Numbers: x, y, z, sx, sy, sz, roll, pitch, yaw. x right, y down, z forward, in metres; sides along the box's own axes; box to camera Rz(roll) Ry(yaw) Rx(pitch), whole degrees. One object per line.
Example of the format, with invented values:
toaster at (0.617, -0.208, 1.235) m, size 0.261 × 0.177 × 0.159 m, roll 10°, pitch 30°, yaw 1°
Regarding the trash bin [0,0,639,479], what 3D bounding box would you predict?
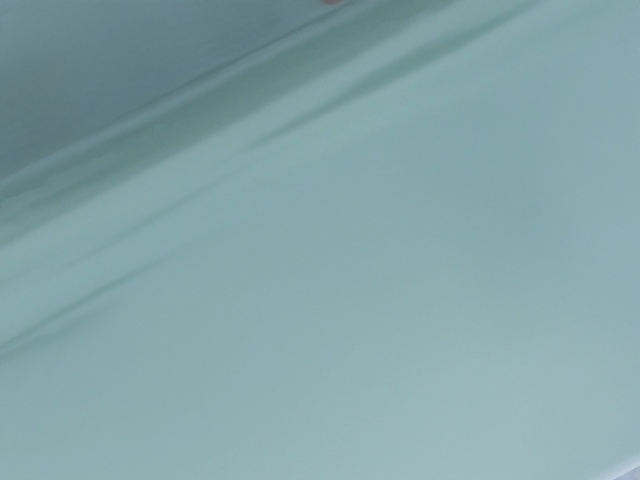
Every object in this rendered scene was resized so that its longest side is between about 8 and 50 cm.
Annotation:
trash bin at (0.000, 0.000, 0.489) m, size 0.343 × 0.158 × 0.223 m, roll -29°, pitch -49°, yaw -16°
